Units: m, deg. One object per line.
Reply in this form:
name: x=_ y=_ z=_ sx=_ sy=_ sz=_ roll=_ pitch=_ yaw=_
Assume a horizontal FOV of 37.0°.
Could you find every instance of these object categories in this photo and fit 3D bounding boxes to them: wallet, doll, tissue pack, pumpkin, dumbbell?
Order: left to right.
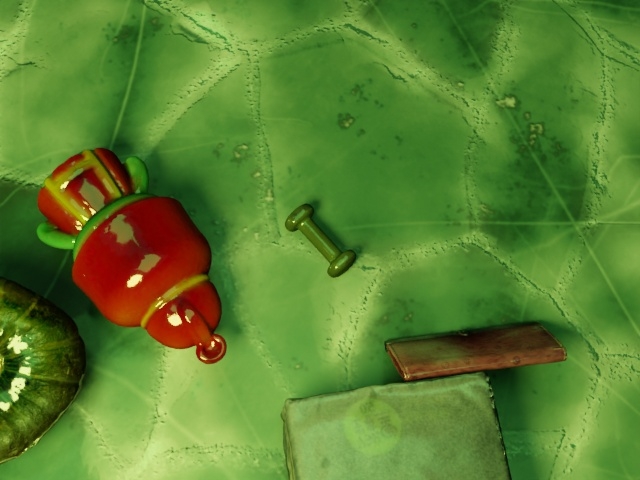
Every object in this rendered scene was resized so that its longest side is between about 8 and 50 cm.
pumpkin: x=-0.446 y=0.163 z=1.247 sx=0.260 sy=0.189 sz=0.260 roll=0 pitch=89 yaw=-17
doll: x=-0.247 y=0.025 z=1.319 sx=0.183 sy=0.160 sz=0.363 roll=-36 pitch=76 yaw=-18
dumbbell: x=0.000 y=0.000 z=1.411 sx=0.052 sy=0.046 sz=0.118 roll=-41 pitch=77 yaw=-12
tissue pack: x=0.114 y=0.385 z=1.232 sx=0.288 sy=0.124 sz=0.394 roll=-6 pitch=70 yaw=-7
wallet: x=0.215 y=0.155 z=1.339 sx=0.232 sy=0.119 sz=0.025 roll=-6 pitch=107 yaw=-7
